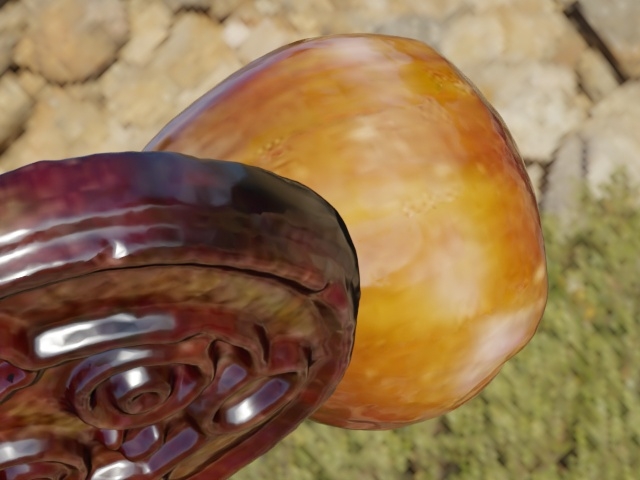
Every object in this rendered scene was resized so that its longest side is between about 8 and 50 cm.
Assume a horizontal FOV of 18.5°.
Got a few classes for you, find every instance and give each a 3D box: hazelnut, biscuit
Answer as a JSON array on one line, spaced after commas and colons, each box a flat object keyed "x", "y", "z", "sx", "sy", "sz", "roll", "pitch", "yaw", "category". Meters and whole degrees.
[{"x": 0.000, "y": 0.000, "z": 1.534, "sx": 0.372, "sy": 0.372, "sz": 0.315, "roll": -21, "pitch": 77, "yaw": 37, "category": "hazelnut"}, {"x": -0.162, "y": 0.091, "z": 1.218, "sx": 0.407, "sy": 0.407, "sz": 0.091, "roll": -31, "pitch": 61, "yaw": 21, "category": "biscuit"}]
